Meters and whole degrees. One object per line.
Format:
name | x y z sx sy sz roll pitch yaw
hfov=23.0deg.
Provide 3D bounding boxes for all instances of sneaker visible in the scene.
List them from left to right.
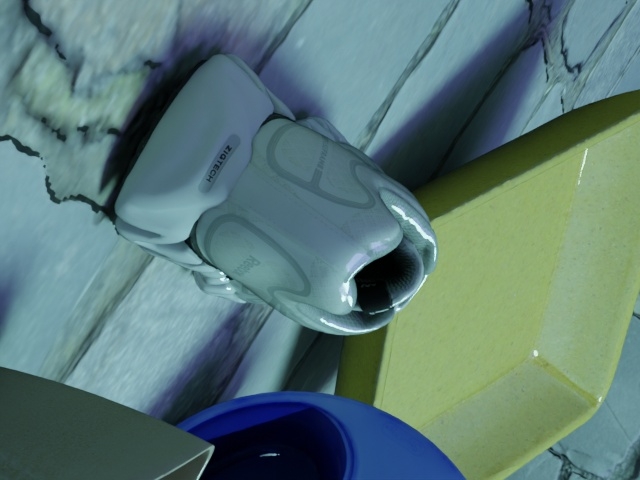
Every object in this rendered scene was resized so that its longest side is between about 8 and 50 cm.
sneaker | 0.000 0.000 0.756 0.110 0.118 0.292 -60 168 3

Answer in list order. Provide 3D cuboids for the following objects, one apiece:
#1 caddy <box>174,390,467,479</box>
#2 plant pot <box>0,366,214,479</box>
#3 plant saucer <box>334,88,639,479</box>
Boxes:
caddy | -0.044 0.252 0.906 0.341 0.241 0.179 -55 173 -11
plant pot | -0.123 0.108 0.604 0.109 0.096 0.109 -62 165 15
plant saucer | 0.123 0.053 1.183 0.333 0.081 0.332 -27 138 -39
